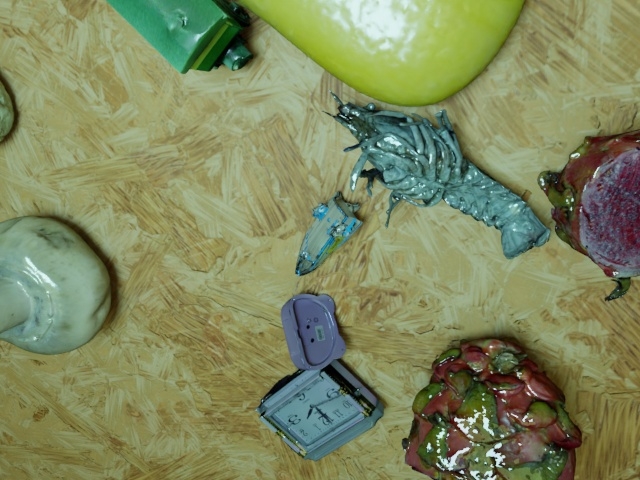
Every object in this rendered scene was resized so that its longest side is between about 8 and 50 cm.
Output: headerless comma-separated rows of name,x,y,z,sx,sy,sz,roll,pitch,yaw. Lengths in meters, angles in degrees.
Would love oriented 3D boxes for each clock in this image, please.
clock,-0.017,0.186,0.895,0.050,0.110,0.152,-33,68,54
clock,-0.002,0.374,0.983,0.186,0.083,0.253,45,115,-7

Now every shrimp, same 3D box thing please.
shrimp,0.180,-0.106,0.715,0.411,0.165,0.221,23,135,-11

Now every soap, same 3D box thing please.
soap,0.081,-0.393,0.637,0.428,0.115,0.306,34,110,-2

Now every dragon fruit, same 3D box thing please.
dragon fruit,0.457,-0.058,0.679,0.211,0.147,0.281,0,115,3
dragon fruit,0.325,0.308,0.804,0.315,0.296,0.262,9,79,13

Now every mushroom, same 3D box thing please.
mushroom,-0.627,0.118,0.893,0.315,0.336,0.313,4,104,16

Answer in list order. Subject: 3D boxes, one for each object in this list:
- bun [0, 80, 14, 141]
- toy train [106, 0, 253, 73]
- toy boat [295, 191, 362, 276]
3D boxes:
bun,-0.697,-0.271,0.880,0.164,0.111,0.188,19,119,24
toy train,-0.240,-0.383,0.671,0.301,0.202,0.120,44,110,-6
toy boat,0.000,0.000,0.847,0.084,0.066,0.210,54,128,25
